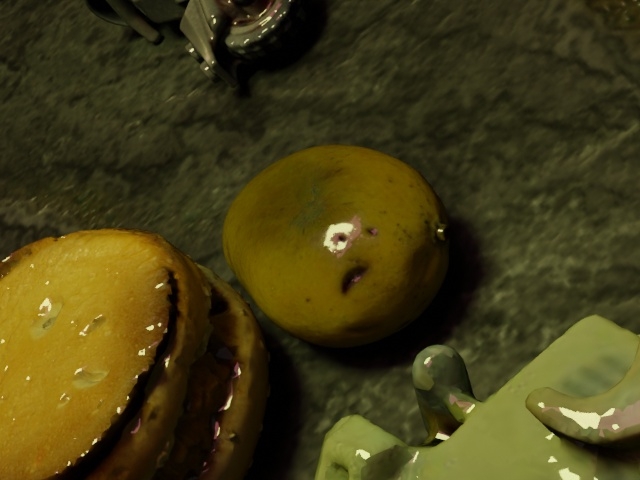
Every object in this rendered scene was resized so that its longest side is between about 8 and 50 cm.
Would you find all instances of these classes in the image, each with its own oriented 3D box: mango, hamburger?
[{"bbox_3d":[0.000,0.000,0.802,0.161,0.076,0.103,14,75,56],"label":"mango"},{"bbox_3d":[-0.116,0.082,0.803,0.191,0.118,0.182,26,75,46],"label":"hamburger"}]

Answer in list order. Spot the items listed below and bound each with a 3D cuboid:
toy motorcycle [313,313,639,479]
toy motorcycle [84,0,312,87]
[{"bbox_3d":[0.148,0.066,0.544,0.410,0.169,0.237,-46,45,-6],"label":"toy motorcycle"},{"bbox_3d":[-0.090,-0.168,1.021,0.122,0.080,0.215,-43,43,5],"label":"toy motorcycle"}]
